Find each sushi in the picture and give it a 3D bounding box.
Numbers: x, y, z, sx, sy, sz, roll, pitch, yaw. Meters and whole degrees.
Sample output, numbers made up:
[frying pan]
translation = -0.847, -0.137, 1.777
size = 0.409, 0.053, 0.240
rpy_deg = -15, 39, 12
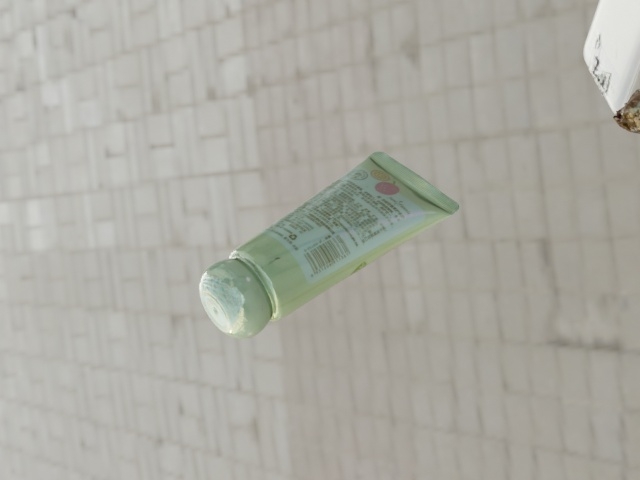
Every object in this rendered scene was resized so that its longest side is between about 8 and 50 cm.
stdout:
[sushi]
translation = 0.348, -0.116, 1.596
size = 0.061, 0.118, 0.060
rpy_deg = 60, -142, -54

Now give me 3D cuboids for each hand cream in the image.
[hand cream]
translation = 0.000, 0.000, 1.856
size = 0.147, 0.306, 0.093
rpy_deg = 37, 150, 37

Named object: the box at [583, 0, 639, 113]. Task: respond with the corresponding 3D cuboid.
[box]
translation = 0.390, -0.299, 2.006
size = 0.142, 0.044, 0.285
rpy_deg = -106, 21, -44
